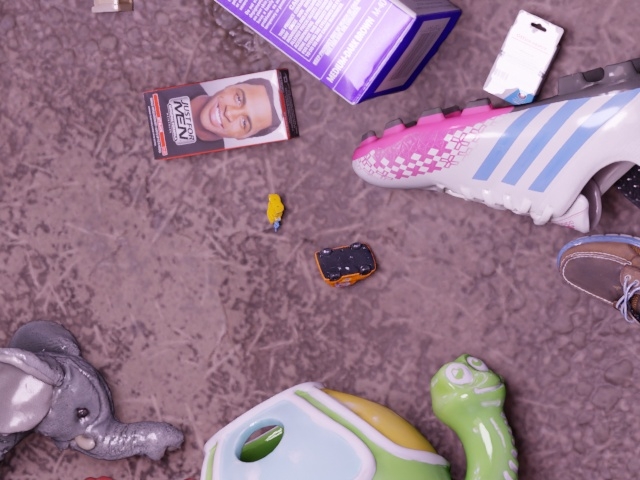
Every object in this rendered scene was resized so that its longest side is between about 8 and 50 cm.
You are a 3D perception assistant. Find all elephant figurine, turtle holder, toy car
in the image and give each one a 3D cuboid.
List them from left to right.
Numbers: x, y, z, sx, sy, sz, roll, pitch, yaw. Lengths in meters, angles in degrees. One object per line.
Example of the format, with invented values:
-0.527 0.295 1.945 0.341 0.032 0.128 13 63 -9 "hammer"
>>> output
-0.292 0.159 1.866 0.239 0.186 0.169 -27 46 7 "elephant figurine"
0.000 0.000 1.814 0.122 0.060 0.040 52 152 21 "toy car"
0.024 0.243 1.725 0.320 0.243 0.227 -41 68 26 "turtle holder"

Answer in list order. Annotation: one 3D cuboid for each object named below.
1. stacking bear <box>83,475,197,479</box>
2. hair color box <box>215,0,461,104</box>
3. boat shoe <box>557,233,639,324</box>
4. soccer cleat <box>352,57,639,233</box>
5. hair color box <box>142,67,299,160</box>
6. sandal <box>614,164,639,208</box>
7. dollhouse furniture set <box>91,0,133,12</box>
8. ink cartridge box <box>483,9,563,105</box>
-0.214 0.343 1.777 0.175 0.289 0.164 -1 97 16 "stacking bear"
-0.049 -0.268 1.704 0.339 0.185 0.110 39 107 8 "hair color box"
0.304 0.044 1.697 0.183 0.066 0.066 12 122 14 "boat shoe"
0.177 -0.065 1.674 0.331 0.116 0.143 -12 92 33 "soccer cleat"
-0.098 -0.124 1.811 0.141 0.043 0.072 -9 94 16 "hair color box"
0.320 -0.049 1.708 0.067 0.040 0.179 -32 102 23 "sandal"
-0.261 -0.310 1.772 0.101 0.161 0.182 -1 96 16 "dollhouse furniture set"
0.193 -0.170 1.729 0.048 0.028 0.083 27 104 11 "ink cartridge box"
